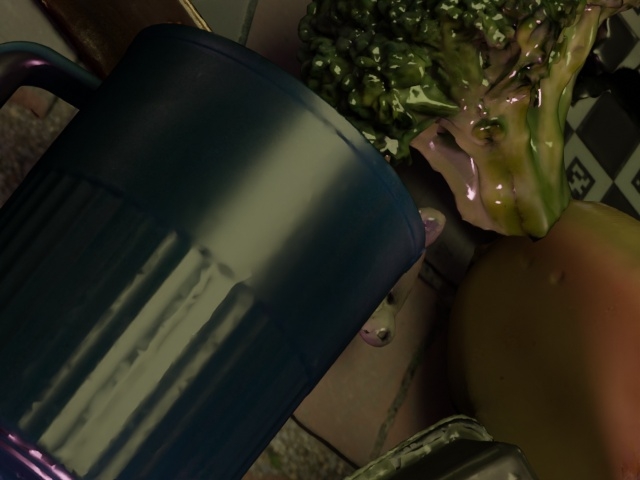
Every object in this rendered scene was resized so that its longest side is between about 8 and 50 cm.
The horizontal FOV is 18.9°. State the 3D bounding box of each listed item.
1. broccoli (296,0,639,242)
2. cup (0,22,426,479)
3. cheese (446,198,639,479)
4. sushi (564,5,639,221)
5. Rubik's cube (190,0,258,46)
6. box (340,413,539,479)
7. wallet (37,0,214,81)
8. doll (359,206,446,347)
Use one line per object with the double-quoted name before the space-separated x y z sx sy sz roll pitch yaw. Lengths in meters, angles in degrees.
"broccoli" 0.125 -0.130 1.501 0.248 0.288 0.245 -89 171 -66
"cup" -0.133 0.026 1.244 0.308 0.242 0.292 43 70 -18
"cheese" 0.206 0.101 1.519 0.128 0.259 0.316 23 26 -48
"sushi" 0.211 -0.141 1.729 0.359 0.064 0.343 49 60 -21
"Rubik's cube" -0.112 -0.306 1.470 0.233 0.229 0.228 39 0 22
"box" 0.050 0.273 1.370 0.290 0.166 0.220 -29 94 -31
"wallet" -0.128 -0.142 1.454 0.095 0.026 0.176 -38 102 -1
"doll" 0.000 0.000 1.483 0.192 0.095 0.149 21 90 -32
